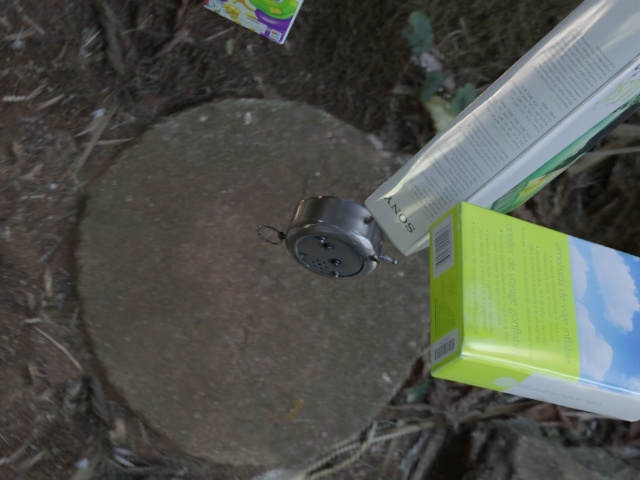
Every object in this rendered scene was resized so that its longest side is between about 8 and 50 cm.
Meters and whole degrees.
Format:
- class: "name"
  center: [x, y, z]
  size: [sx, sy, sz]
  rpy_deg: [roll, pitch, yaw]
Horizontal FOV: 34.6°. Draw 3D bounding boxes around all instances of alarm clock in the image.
- class: "alarm clock"
  center: [0.000, 0.000, 1.389]
  size: [0.129, 0.192, 0.064]
  rpy_deg: [65, 38, -49]

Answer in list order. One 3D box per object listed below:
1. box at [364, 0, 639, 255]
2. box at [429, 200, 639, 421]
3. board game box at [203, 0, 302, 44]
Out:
- class: "box"
  center: [0.204, -0.119, 0.749]
  size: [0.058, 0.322, 0.232]
  rpy_deg: [55, 33, 10]
- class: "box"
  center: [0.156, 0.050, 0.665]
  size: [0.178, 0.042, 0.109]
  rpy_deg: [16, 58, -21]
- class: "board game box"
  center: [-0.062, -0.445, 1.521]
  size: [0.142, 0.275, 0.144]
  rpy_deg: [25, 63, -6]
